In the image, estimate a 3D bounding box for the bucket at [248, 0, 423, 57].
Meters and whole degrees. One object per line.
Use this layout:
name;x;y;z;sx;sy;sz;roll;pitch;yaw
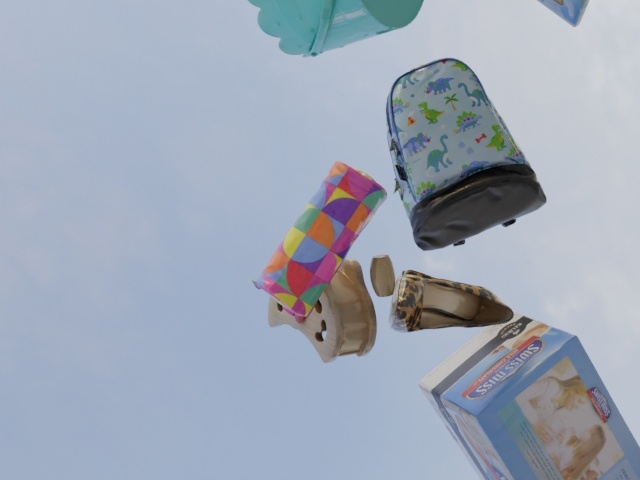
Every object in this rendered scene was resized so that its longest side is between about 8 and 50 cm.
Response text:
bucket;0.025;-0.424;1.417;0.281;0.183;0.281;4;-95;-53

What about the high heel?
high heel;0.209;0.107;1.482;0.261;0.186;0.093;-21;-57;-75

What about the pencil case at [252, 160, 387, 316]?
pencil case;0.000;0.000;1.380;0.104;0.104;0.236;35;-90;-32

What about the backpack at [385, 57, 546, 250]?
backpack;0.271;-0.204;1.976;0.273;0.290;0.356;58;-164;-47

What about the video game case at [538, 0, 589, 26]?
video game case;0.498;-0.589;2.014;0.023;0.193;0.212;-34;-115;-27

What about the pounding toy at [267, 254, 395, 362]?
pounding toy;0.041;0.106;1.496;0.154;0.269;0.154;-6;-91;-32

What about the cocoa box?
cocoa box;0.384;0.339;1.659;0.231;0.228;0.347;-36;-74;-11
